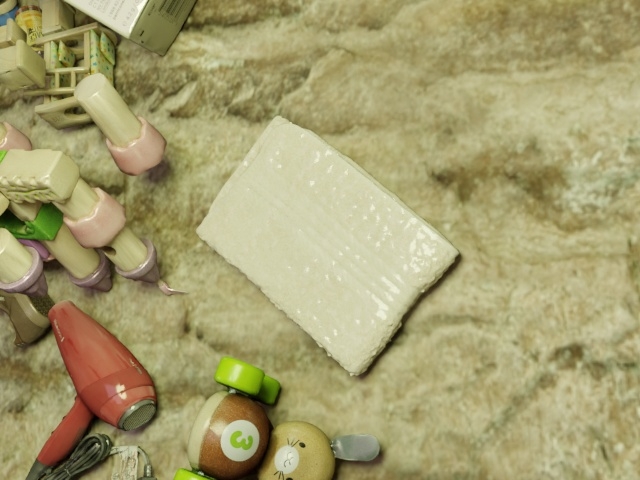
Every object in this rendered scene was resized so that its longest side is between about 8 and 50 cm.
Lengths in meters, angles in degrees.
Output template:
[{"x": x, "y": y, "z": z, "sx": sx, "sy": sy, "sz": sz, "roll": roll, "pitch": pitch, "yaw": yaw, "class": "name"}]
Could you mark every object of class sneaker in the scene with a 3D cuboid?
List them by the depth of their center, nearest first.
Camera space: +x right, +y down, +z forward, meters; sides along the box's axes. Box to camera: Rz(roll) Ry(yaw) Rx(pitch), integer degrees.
[{"x": -0.417, "y": 0.053, "z": 1.328, "sx": 0.071, "sy": 0.066, "sz": 0.188, "roll": -44, "pitch": 65, "yaw": 17, "class": "sneaker"}]

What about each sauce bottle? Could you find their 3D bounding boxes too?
[{"x": -0.384, "y": -0.259, "z": 1.384, "sx": 0.042, "sy": 0.042, "sz": 0.128, "roll": -27, "pitch": 73, "yaw": 18, "class": "sauce bottle"}]

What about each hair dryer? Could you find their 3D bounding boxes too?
[{"x": -0.298, "y": 0.216, "z": 1.236, "sx": 0.223, "sy": 0.080, "sz": 0.293, "roll": -10, "pitch": 76, "yaw": 24, "class": "hair dryer"}]

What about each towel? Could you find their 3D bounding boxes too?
[{"x": 0.000, "y": 0.000, "z": 1.157, "sx": 0.282, "sy": 0.049, "sz": 0.187, "roll": 41, "pitch": 100, "yaw": 24, "class": "towel"}]

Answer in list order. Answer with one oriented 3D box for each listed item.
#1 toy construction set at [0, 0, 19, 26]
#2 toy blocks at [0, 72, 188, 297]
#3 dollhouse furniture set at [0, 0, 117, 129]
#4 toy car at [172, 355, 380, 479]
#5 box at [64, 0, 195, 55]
[{"x": -0.593, "y": -0.308, "z": 1.360, "sx": 0.237, "sy": 0.309, "sz": 0.257, "roll": 18, "pitch": 80, "yaw": 31, "class": "toy construction set"}, {"x": -0.341, "y": 0.000, "z": 1.205, "sx": 0.288, "sy": 0.260, "sz": 0.309, "roll": 2, "pitch": 56, "yaw": 29, "class": "toy blocks"}, {"x": -0.329, "y": -0.263, "z": 1.284, "sx": 0.101, "sy": 0.161, "sz": 0.182, "roll": -12, "pitch": 68, "yaw": 13, "class": "dollhouse furniture set"}, {"x": -0.039, "y": 0.233, "z": 1.089, "sx": 0.188, "sy": 0.149, "sz": 0.155, "roll": 18, "pitch": 78, "yaw": 15, "class": "toy car"}, {"x": -0.278, "y": -0.347, "z": 1.254, "sx": 0.232, "sy": 0.148, "sz": 0.127, "roll": 31, "pitch": 96, "yaw": 6, "class": "box"}]
